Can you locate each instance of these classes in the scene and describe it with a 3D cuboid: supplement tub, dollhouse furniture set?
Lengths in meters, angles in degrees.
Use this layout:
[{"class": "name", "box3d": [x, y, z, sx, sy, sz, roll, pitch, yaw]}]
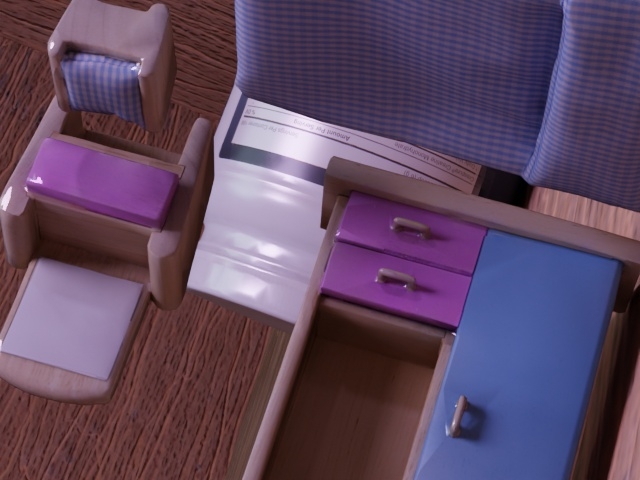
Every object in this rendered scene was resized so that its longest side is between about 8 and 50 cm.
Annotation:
[{"class": "supplement tub", "box3d": [0.037, -0.069, 1.230, 0.191, 0.191, 0.272, 149, 142, -84]}, {"class": "dollhouse furniture set", "box3d": [0.000, 0.000, 0.681, 0.303, 0.286, 0.198, 95, -168, -60]}]
